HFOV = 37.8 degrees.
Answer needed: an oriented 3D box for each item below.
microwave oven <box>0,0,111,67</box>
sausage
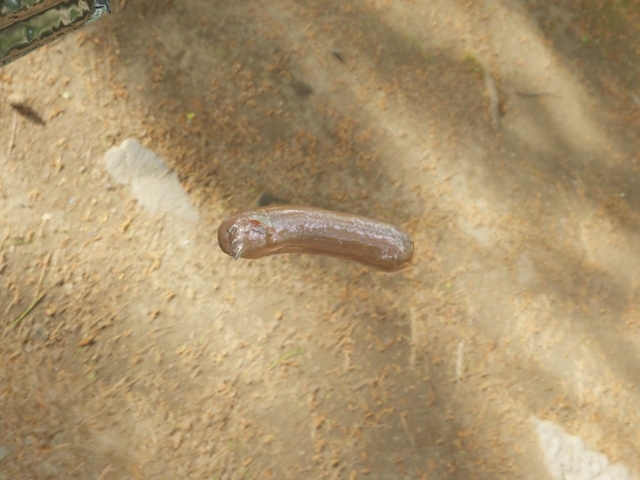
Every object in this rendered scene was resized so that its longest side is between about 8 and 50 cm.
[{"bbox_3d":[-0.265,-0.250,0.560,0.237,0.181,0.295,-66,149,-63],"label":"microwave oven"},{"bbox_3d":[0.001,0.000,0.695,0.176,0.040,0.047,8,75,-40],"label":"sausage"}]
